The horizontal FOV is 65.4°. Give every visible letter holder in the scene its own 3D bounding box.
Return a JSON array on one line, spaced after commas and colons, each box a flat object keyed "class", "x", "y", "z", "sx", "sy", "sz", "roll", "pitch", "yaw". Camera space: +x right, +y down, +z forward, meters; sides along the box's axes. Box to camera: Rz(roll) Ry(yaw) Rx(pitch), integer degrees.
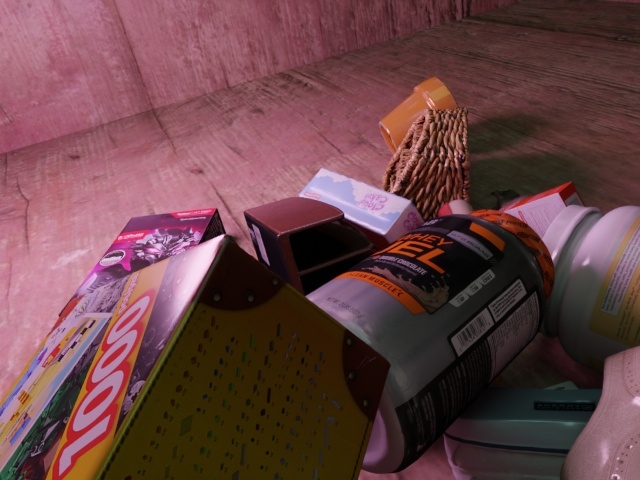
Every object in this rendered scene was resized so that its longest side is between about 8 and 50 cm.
[{"class": "letter holder", "x": 0.000, "y": 0.000, "z": 0.954, "sx": 0.215, "sy": 0.151, "sz": 0.302, "roll": -19, "pitch": 16, "yaw": -15}]

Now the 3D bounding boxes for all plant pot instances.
[{"class": "plant pot", "x": 0.276, "y": -0.324, "z": 1.408, "sx": 0.188, "sy": 0.205, "sz": 0.205, "roll": -28, "pitch": 34, "yaw": 3}]

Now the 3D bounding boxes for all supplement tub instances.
[{"class": "supplement tub", "x": 0.475, "y": 0.090, "z": 0.661, "sx": 0.331, "sy": 0.241, "sz": 0.241, "roll": 23, "pitch": 47, "yaw": 41}, {"class": "supplement tub", "x": 0.130, "y": 0.096, "z": 0.612, "sx": 0.338, "sy": 0.207, "sz": 0.207, "roll": -29, "pitch": 36, "yaw": -35}]

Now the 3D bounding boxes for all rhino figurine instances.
[{"class": "rhino figurine", "x": 0.450, "y": -0.065, "z": 1.058, "sx": 0.106, "sy": 0.073, "sz": 0.243, "roll": -21, "pitch": 33, "yaw": -20}]

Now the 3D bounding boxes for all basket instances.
[{"class": "basket", "x": 0.240, "y": -0.194, "z": 1.188, "sx": 0.223, "sy": 0.213, "sz": 0.299, "roll": 0, "pitch": 35, "yaw": 16}]

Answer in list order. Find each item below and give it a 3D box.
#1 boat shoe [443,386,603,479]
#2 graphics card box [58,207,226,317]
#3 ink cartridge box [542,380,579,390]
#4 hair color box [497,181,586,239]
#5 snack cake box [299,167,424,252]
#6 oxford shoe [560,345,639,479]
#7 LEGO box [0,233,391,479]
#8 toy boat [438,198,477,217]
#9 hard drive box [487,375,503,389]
[{"class": "boat shoe", "x": 0.320, "y": 0.261, "z": 0.548, "sx": 0.367, "sy": 0.156, "sz": 0.136, "roll": -6, "pitch": 6, "yaw": 25}, {"class": "graphics card box", "x": -0.367, "y": 0.064, "z": 1.098, "sx": 0.233, "sy": 0.094, "sz": 0.371, "roll": -5, "pitch": 35, "yaw": 10}, {"class": "ink cartridge box", "x": 0.344, "y": 0.235, "z": 0.677, "sx": 0.048, "sy": 0.028, "sz": 0.083, "roll": -15, "pitch": 33, "yaw": -5}, {"class": "hair color box", "x": 0.411, "y": -0.036, "z": 0.936, "sx": 0.053, "sy": 0.093, "sz": 0.167, "roll": -31, "pitch": 2, "yaw": -29}, {"class": "snack cake box", "x": 0.094, "y": -0.046, "z": 1.049, "sx": 0.264, "sy": 0.152, "sz": 0.089, "roll": 28, "pitch": 74, "yaw": 44}, {"class": "oxford shoe", "x": 0.257, "y": 0.240, "z": 0.371, "sx": 0.147, "sy": 0.140, "sz": 0.397, "roll": -25, "pitch": 19, "yaw": 52}, {"class": "LEGO box", "x": -0.201, "y": 0.278, "z": 0.385, "sx": 0.373, "sy": 0.193, "sz": 0.500, "roll": -18, "pitch": 39, "yaw": 46}, {"class": "toy boat", "x": 0.255, "y": 0.039, "z": 0.929, "sx": 0.151, "sy": 0.151, "sz": 0.231, "roll": -35, "pitch": 26, "yaw": 21}, {"class": "hard drive box", "x": 0.144, "y": 0.182, "z": 0.764, "sx": 0.232, "sy": 0.089, "sz": 0.181, "roll": -4, "pitch": 33, "yaw": 11}]
